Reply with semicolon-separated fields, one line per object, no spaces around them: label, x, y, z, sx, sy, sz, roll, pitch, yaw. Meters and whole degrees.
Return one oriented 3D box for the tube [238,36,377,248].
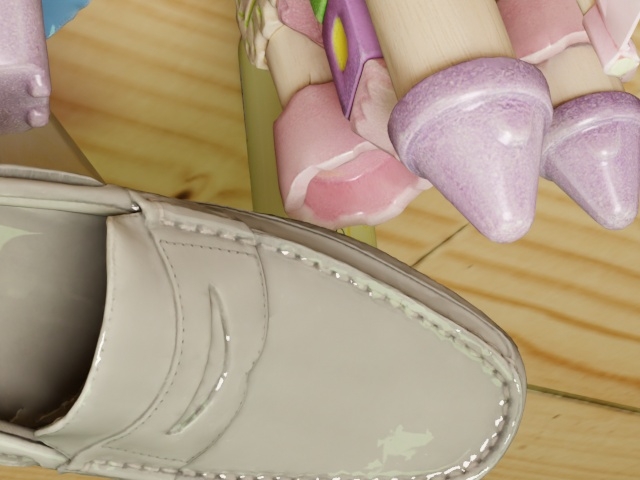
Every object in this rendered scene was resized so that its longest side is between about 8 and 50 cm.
tube;0.000;0.000;0.762;0.070;0.240;0.062;-1;151;-9

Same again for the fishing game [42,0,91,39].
fishing game;-0.186;-0.128;0.707;0.189;0.041;0.264;18;142;-40

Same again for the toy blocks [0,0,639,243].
toy blocks;0.010;-0.095;0.547;0.309;0.260;0.288;-8;151;-14

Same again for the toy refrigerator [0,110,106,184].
toy refrigerator;-0.178;-0.004;0.700;0.102;0.094;0.269;-36;-178;7

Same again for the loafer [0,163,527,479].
loafer;-0.072;0.035;0.522;0.319;0.112;0.111;12;-173;-16
